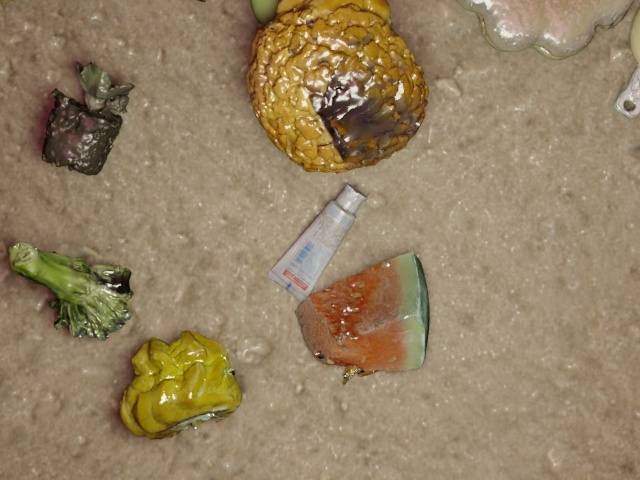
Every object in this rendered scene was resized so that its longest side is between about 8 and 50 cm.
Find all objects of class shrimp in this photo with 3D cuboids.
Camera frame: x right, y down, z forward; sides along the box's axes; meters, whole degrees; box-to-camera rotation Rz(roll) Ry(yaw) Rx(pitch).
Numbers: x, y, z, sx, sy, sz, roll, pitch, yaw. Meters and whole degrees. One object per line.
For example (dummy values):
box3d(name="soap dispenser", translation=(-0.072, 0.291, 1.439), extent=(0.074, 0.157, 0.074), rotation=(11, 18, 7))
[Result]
box3d(name="shrimp", translation=(0.085, 0.235, 1.851), extent=(0.059, 0.023, 0.108), rotation=(34, 90, -6))

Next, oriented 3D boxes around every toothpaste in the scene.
box3d(name="toothpaste", translation=(0.000, 0.000, 1.844), extent=(0.089, 0.057, 0.234), rotation=(37, 97, 3))

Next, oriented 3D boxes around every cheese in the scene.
box3d(name="cheese", translation=(0.617, -0.357, 1.821), extent=(0.249, 0.071, 0.163), rotation=(-38, 89, 2))

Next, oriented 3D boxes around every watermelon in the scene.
box3d(name="watermelon", translation=(0.074, 0.145, 1.806), extent=(0.256, 0.140, 0.193), rotation=(-9, 69, 11))

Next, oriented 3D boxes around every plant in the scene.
box3d(name="plant", translation=(-0.431, -0.224, 1.815), extent=(0.142, 0.131, 0.203), rotation=(15, 88, 5))

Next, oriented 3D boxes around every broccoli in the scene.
box3d(name="broccoli", translation=(-0.454, 0.075, 1.733), extent=(0.164, 0.304, 0.146), rotation=(5, 71, 19))

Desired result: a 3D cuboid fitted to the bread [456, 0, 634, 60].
box3d(name="bread", translation=(0.404, -0.432, 1.815), extent=(0.337, 0.102, 0.183), rotation=(8, 93, -1))

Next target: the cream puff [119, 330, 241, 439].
box3d(name="cream puff", translation=(-0.267, 0.258, 1.789), extent=(0.221, 0.195, 0.195), rotation=(-23, 89, -3))

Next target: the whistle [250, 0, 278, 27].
box3d(name="whistle", translation=(-0.073, -0.501, 1.824), extent=(0.141, 0.141, 0.294), rotation=(-11, 64, 1))

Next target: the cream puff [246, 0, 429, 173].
box3d(name="cream puff", translation=(0.037, -0.275, 1.712), extent=(0.327, 0.231, 0.343), rotation=(5, 123, -17))

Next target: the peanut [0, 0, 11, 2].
box3d(name="peanut", translation=(-0.557, -0.512, 1.829), extent=(0.298, 0.120, 0.136), rotation=(1, 113, 1))
